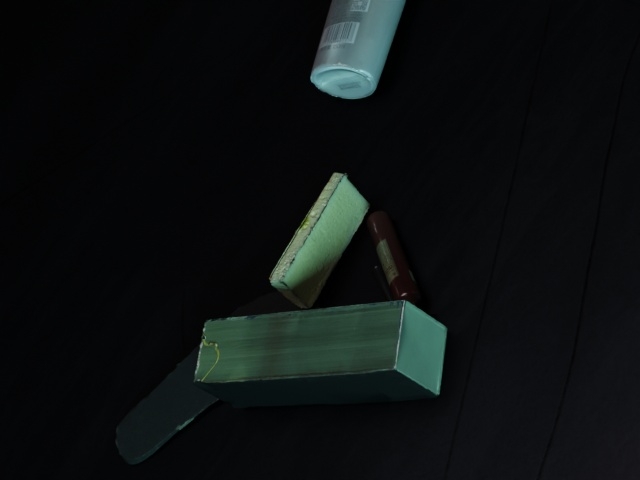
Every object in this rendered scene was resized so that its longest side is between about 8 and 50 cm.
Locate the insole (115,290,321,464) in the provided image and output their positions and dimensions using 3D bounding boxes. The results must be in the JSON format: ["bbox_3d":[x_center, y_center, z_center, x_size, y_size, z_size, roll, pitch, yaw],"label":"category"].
[{"bbox_3d":[-0.122,0.156,1.824,0.309,0.012,0.110,-41,46,12],"label":"insole"}]

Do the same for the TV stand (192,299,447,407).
[{"bbox_3d":[-0.004,0.125,1.679,0.270,0.088,0.082,-7,64,37],"label":"TV stand"}]

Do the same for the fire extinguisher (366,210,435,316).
[{"bbox_3d":[0.079,0.038,1.716,0.049,0.035,0.173,-34,42,14],"label":"fire extinguisher"}]

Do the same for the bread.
[{"bbox_3d":[0.000,0.000,1.774,0.028,0.068,0.153,15,68,43],"label":"bread"}]

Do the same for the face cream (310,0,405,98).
[{"bbox_3d":[0.063,-0.307,1.936,0.107,0.073,0.269,-1,62,35],"label":"face cream"}]
